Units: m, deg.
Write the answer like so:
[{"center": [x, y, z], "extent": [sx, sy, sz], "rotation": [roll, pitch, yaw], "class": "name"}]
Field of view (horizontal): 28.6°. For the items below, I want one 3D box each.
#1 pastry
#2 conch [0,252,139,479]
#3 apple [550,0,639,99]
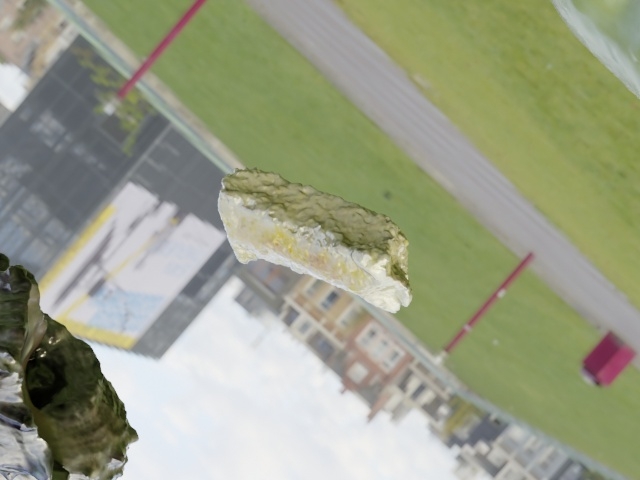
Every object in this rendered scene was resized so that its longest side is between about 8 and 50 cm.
[{"center": [-0.004, -0.004, 1.358], "extent": [0.258, 0.089, 0.121], "rotation": [16, 156, 33], "class": "pastry"}, {"center": [-0.247, 0.139, 0.970], "extent": [0.240, 0.186, 0.313], "rotation": [42, 165, 1], "class": "conch"}, {"center": [0.195, -0.188, 0.482], "extent": [0.233, 0.257, 0.295], "rotation": [50, 155, 20], "class": "apple"}]
